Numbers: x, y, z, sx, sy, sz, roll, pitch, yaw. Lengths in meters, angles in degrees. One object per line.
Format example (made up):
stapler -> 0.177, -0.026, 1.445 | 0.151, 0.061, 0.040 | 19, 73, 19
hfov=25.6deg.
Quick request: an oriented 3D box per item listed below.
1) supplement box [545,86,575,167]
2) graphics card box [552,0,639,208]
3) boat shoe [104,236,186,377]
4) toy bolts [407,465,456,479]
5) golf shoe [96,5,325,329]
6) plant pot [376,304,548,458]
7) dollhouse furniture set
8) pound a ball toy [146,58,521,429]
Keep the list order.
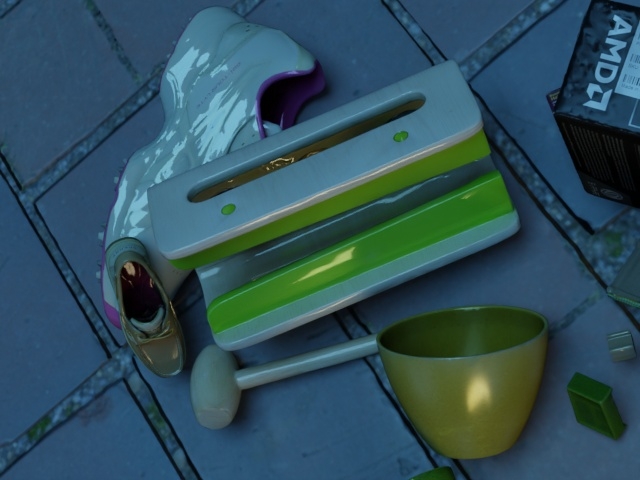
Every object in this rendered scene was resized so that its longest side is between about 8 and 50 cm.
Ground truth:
supplement box -> 0.226, -0.089, 1.148 | 0.055, 0.043, 0.083 | -24, 69, 17
graphics card box -> 0.355, -0.045, 0.950 | 0.371, 0.233, 0.094 | 17, 84, 20
boat shoe -> -0.149, 0.065, 1.204 | 0.050, 0.135, 0.045 | -24, 24, -5
toy bolts -> 0.013, 0.300, 1.065 | 0.228, 0.218, 0.158 | -38, 69, 31
golf shoe -> -0.097, -0.054, 1.249 | 0.140, 0.115, 0.306 | 19, 88, 20
plant pot -> 0.116, 0.115, 1.108 | 0.134, 0.134, 0.095 | -1, 105, 24
dollhouse furniture set -> 0.253, 0.078, 1.103 | 0.076, 0.058, 0.151 | 23, 67, 35
pound a ball toy -> 0.000, 0.000, 1.180 | 0.319, 0.208, 0.135 | -23, 40, 5
